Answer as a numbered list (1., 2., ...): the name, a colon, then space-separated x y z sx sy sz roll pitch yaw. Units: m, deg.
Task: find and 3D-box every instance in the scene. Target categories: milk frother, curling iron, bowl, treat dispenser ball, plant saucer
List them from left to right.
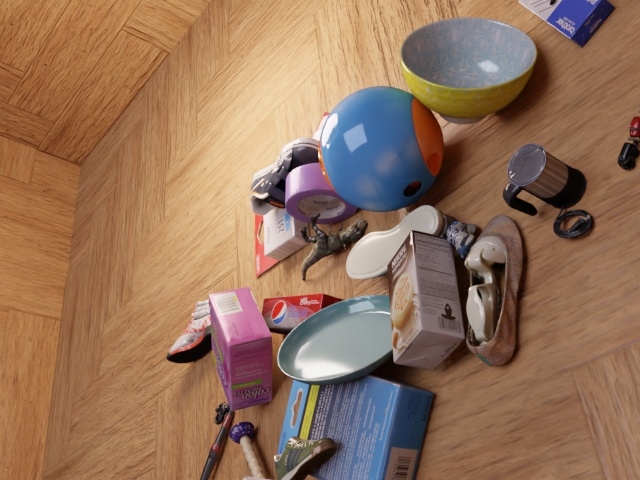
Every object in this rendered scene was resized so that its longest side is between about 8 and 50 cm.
1. curling iron: -0.305 0.598 2.002 0.068 0.035 0.273 -1 72 57
2. plant saucer: 0.058 0.227 1.563 0.318 0.043 0.317 -20 21 8
3. treat dispenser ball: 0.139 -0.209 1.606 0.288 0.288 0.288 -29 51 43
4. bowl: 0.316 -0.350 1.529 0.156 0.290 0.289 84 169 -45
5. milk frother: 0.429 -0.088 1.292 0.129 0.135 0.143 -62 36 11

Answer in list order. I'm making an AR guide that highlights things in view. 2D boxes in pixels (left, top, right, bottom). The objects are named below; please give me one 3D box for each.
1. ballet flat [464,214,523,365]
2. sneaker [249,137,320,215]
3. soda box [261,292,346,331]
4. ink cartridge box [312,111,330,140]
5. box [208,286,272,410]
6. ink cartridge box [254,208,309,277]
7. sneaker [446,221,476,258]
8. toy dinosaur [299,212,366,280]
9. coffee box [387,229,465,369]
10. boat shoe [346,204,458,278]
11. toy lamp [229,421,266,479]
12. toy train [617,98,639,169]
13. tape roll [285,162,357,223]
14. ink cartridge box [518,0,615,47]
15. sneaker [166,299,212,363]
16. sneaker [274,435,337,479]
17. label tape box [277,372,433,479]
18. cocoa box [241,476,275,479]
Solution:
1. ballet flat: 0.331 0.082 1.358 0.108 0.106 0.315 -22 56 46
2. sneaker: -0.091 -0.165 1.933 0.321 0.126 0.127 -33 42 51
3. soda box: -0.050 0.195 1.828 0.263 0.084 0.092 -9 66 50
4. ink cartridge box: 0.053 -0.273 1.941 0.175 0.072 0.127 36 102 54
5. box: -0.216 0.289 1.876 0.213 0.117 0.242 -123 28 -48
6. ink cartridge box: -0.144 -0.071 2.107 0.261 0.066 0.296 -34 48 38
7. sneaker: 0.287 -0.004 1.450 0.135 0.058 0.052 -53 -18 -67
8. toy dinosaur: 0.000 0.000 1.852 0.268 0.064 0.118 -39 83 36
9. coffee box: 0.212 0.122 1.442 0.141 0.098 0.246 119 158 -47
10. boat shoe: 0.183 0.017 1.605 0.305 0.091 0.109 -32 58 41
11. toy lamp: -0.166 0.589 1.786 0.080 0.080 0.274 -57 35 16
12. toy train: 0.569 -0.204 1.249 0.027 0.036 0.158 21 90 55
13. tape roll: 0.002 -0.120 1.829 0.189 0.189 0.080 -28 53 43
14. ink cartridge box: 0.513 -0.497 1.468 0.097 0.046 0.207 -53 38 23
15. sneaker: -0.395 0.287 2.238 0.270 0.090 0.144 -35 46 34
16. sneaker: -0.043 0.456 1.499 0.192 0.064 0.086 -51 48 32
17. label tape box: 0.064 0.407 1.531 0.348 0.115 0.249 5 80 54
18. cocoa box: -0.089 0.722 1.477 0.228 0.232 0.347 -53 38 22
